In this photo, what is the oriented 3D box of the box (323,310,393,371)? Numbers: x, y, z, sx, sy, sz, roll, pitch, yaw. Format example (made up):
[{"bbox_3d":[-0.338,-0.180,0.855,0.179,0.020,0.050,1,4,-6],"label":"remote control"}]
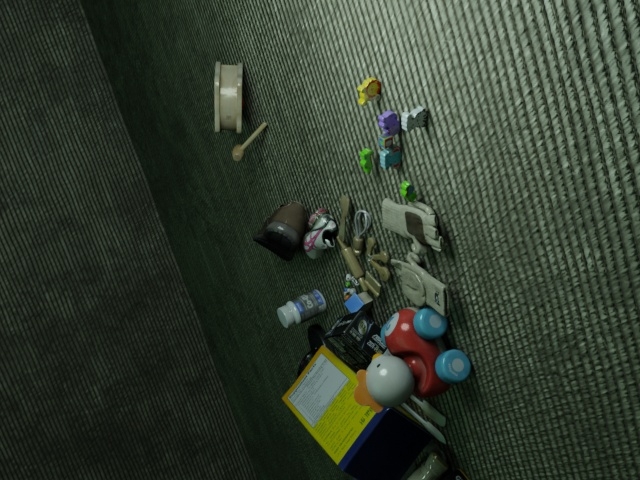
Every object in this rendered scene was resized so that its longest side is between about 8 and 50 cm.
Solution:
[{"bbox_3d":[0.117,0.276,1.701,0.180,0.077,0.147,43,155,-6],"label":"box"}]

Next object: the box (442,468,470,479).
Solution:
[{"bbox_3d":[0.377,0.769,1.677,0.257,0.079,0.322,47,149,33],"label":"box"}]

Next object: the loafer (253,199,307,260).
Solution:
[{"bbox_3d":[-0.098,-0.031,1.929,0.133,0.130,0.366,33,166,-9],"label":"loafer"}]

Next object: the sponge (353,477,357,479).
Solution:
[{"bbox_3d":[0.119,0.621,1.953,0.117,0.031,0.210,50,-143,-66],"label":"sponge"}]

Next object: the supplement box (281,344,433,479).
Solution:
[{"bbox_3d":[0.089,0.467,1.747,0.195,0.194,0.356,40,176,-33],"label":"supplement box"}]

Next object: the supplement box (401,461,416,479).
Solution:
[{"bbox_3d":[0.195,0.623,1.873,0.114,0.111,0.220,28,135,55],"label":"supplement box"}]

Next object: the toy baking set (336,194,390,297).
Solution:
[{"bbox_3d":[0.105,0.017,1.642,0.256,0.030,0.197,61,152,11],"label":"toy baking set"}]

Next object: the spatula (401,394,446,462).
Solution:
[{"bbox_3d":[0.251,0.468,1.740,0.242,0.019,0.168,32,139,51],"label":"spatula"}]

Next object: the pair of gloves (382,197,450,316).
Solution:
[{"bbox_3d":[0.211,0.028,1.415,0.204,0.042,0.240,20,124,62],"label":"pair of gloves"}]

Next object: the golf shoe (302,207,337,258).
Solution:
[{"bbox_3d":[0.000,0.000,1.785,0.086,0.067,0.186,52,151,26],"label":"golf shoe"}]

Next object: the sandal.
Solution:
[{"bbox_3d":[-0.002,0.495,2.110,0.167,0.107,0.446,-174,75,-66],"label":"sandal"}]

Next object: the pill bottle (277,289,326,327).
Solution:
[{"bbox_3d":[-0.057,0.208,1.992,0.078,0.137,0.078,44,147,39],"label":"pill bottle"}]

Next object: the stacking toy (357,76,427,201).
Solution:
[{"bbox_3d":[0.145,-0.204,1.351,0.167,0.052,0.221,44,149,44],"label":"stacking toy"}]

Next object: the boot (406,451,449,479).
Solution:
[{"bbox_3d":[0.247,0.640,1.698,0.077,0.165,0.213,40,157,20],"label":"boot"}]

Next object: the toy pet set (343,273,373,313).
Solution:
[{"bbox_3d":[0.080,0.150,1.755,0.114,0.065,0.122,52,152,29],"label":"toy pet set"}]

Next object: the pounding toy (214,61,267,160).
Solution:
[{"bbox_3d":[-0.233,-0.383,1.927,0.154,0.154,0.270,-99,12,-60],"label":"pounding toy"}]

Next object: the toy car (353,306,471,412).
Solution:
[{"bbox_3d":[0.168,0.283,1.486,0.210,0.238,0.219,64,155,7],"label":"toy car"}]
